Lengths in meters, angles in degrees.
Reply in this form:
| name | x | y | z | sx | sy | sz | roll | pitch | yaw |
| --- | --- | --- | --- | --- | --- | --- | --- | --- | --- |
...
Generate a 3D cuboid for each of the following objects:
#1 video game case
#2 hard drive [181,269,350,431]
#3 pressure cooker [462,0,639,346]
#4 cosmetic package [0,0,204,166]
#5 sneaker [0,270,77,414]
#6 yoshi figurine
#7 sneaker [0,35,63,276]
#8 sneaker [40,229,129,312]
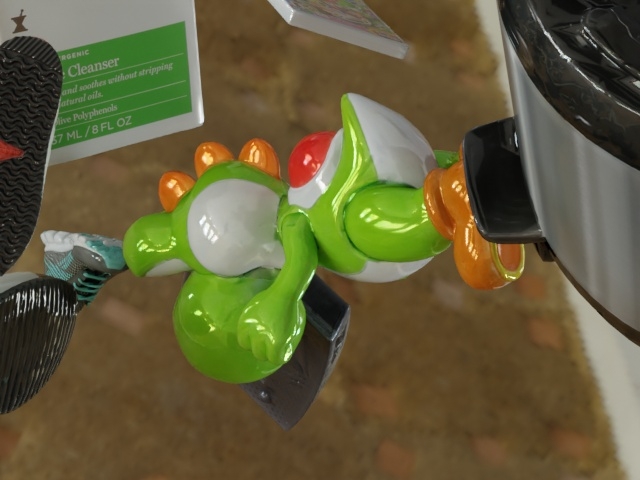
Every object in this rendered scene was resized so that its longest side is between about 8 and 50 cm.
| name | x | y | z | sx | sy | sz | roll | pitch | yaw |
| --- | --- | --- | --- | --- | --- | --- | --- | --- | --- |
| video game case | -0.004 | -0.155 | 1.219 | 0.087 | 0.011 | 0.122 | 14 | -158 | -30 |
| hard drive | -0.052 | 0.074 | 1.780 | 0.172 | 0.254 | 0.054 | 44 | -114 | 10 |
| pressure cooker | 0.310 | -0.106 | 1.249 | 0.370 | 0.420 | 0.375 | 32 | -107 | 22 |
| cosmetic package | -0.228 | -0.265 | 1.618 | 0.197 | 0.365 | 0.155 | -19 | -151 | -29 |
| sneaker | -0.323 | 0.074 | 1.478 | 0.146 | 0.122 | 0.330 | 23 | -161 | 26 |
| yoshi figurine | 0.011 | 0.023 | 1.563 | 0.203 | 0.362 | 0.203 | 43 | -134 | -48 |
| sneaker | -0.193 | -0.050 | 1.176 | 0.057 | 0.161 | 0.075 | 15 | -170 | -6 |
| sneaker | -0.220 | 0.032 | 1.791 | 0.065 | 0.076 | 0.166 | 11 | 176 | -24 |
